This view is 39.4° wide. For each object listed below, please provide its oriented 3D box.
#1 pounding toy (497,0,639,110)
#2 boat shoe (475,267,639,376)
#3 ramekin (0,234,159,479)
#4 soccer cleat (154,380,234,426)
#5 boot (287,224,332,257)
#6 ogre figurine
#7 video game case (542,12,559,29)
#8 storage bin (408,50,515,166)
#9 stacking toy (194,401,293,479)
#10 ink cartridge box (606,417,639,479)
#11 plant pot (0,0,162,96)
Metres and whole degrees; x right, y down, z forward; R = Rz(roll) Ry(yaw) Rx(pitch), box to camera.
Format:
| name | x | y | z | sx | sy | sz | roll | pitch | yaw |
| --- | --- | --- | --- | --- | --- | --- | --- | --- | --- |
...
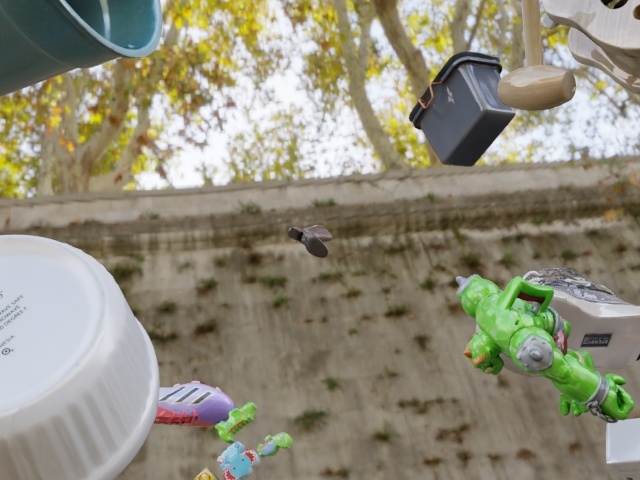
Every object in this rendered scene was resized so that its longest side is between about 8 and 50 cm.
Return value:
| name | x | y | z | sx | sy | sz | roll | pitch | yaw |
| --- | --- | --- | --- | --- | --- | --- | --- | --- | --- |
| pounding toy | 0.257 | -0.218 | 0.713 | 0.155 | 0.154 | 0.270 | 36 | -103 | -47 |
| boat shoe | 0.314 | 0.105 | 1.272 | 0.340 | 0.158 | 0.127 | 11 | -73 | -36 |
| ramekin | -0.288 | 0.113 | 0.817 | 0.272 | 0.273 | 0.127 | -6 | -43 | -6 |
| soccer cleat | -0.269 | 0.278 | 1.479 | 0.248 | 0.095 | 0.083 | 11 | -66 | -3 |
| boot | 0.000 | 0.000 | 1.862 | 0.114 | 0.106 | 0.037 | -1 | -57 | -60 |
| ogre figurine | 0.195 | 0.088 | 0.837 | 0.118 | 0.197 | 0.097 | 30 | -59 | -32 |
| video game case | 0.480 | -0.433 | 1.334 | 0.285 | 0.025 | 0.204 | -29 | -12 | -9 |
| storage bin | 0.183 | -0.163 | 1.153 | 0.098 | 0.091 | 0.135 | 2 | -38 | -31 |
| stacking toy | -0.133 | 0.317 | 1.159 | 0.221 | 0.052 | 0.167 | -45 | -28 | -7 |
| ink cartridge box | 0.455 | 0.290 | 1.163 | 0.109 | 0.063 | 0.150 | -18 | -47 | 36 |
| plant pot | -0.455 | -0.348 | 1.241 | 0.334 | 0.341 | 0.341 | -21 | -40 | 18 |
